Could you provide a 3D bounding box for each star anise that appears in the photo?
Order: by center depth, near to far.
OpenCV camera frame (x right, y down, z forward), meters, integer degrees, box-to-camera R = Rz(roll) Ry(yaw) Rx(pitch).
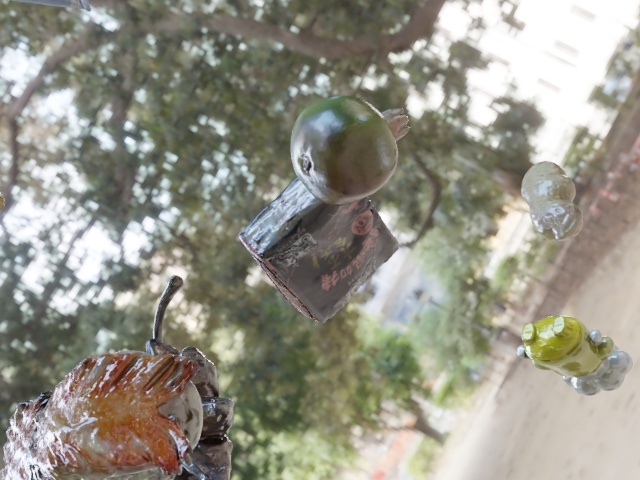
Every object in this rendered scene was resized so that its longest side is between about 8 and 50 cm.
[{"bbox_3d":[-0.214,0.281,1.965,0.139,0.316,0.359,-3,-57,-40],"label":"star anise"}]

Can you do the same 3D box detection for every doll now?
[{"bbox_3d":[0.297,0.133,1.379,0.162,0.106,0.062,34,-129,-43],"label":"doll"}]

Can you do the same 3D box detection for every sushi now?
[{"bbox_3d":[-0.218,0.194,1.140,0.332,0.130,0.124,-34,53,54],"label":"sushi"}]

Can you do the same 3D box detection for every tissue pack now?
[{"bbox_3d":[0.000,0.000,2.230,0.245,0.123,0.332,-44,-32,-4],"label":"tissue pack"}]

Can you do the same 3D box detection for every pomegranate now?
[{"bbox_3d":[0.056,-0.154,1.900,0.210,0.180,0.180,-31,-24,-31],"label":"pomegranate"}]

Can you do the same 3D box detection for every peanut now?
[{"bbox_3d":[0.445,-0.072,2.275,0.104,0.085,0.228,-37,31,25],"label":"peanut"}]

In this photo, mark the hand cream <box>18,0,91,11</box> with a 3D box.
[{"bbox_3d":[-0.484,-0.400,1.843,0.256,0.088,0.055,2,-44,-36],"label":"hand cream"}]

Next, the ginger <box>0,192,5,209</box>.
[{"bbox_3d":[-0.563,-0.146,1.925,0.065,0.118,0.299,-37,-25,-27],"label":"ginger"}]
